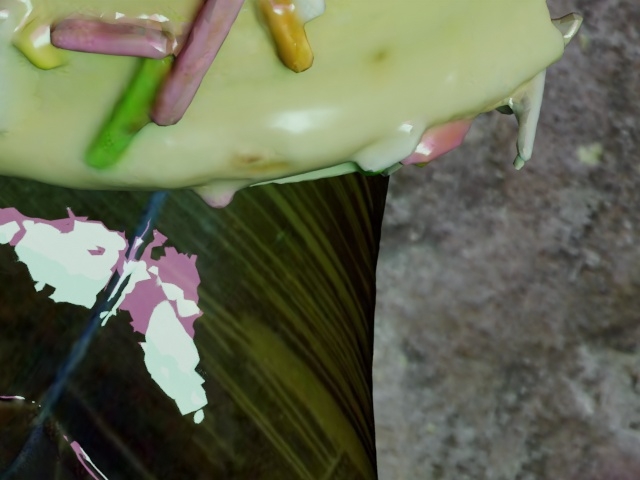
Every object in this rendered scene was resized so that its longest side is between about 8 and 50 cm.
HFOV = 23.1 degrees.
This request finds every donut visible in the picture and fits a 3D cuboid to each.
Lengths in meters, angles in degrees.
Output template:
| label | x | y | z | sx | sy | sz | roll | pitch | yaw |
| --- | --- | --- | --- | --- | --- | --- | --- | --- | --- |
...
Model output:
| label | x | y | z | sx | sy | sz | roll | pitch | yaw |
| --- | --- | --- | --- | --- | --- | --- | --- | --- | --- |
| donut | -0.078 | -0.182 | 0.568 | 0.307 | 0.150 | 0.371 | -5 | 55 | 0 |

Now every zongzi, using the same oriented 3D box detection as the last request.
| label | x | y | z | sx | sy | sz | roll | pitch | yaw |
| --- | --- | --- | --- | --- | --- | --- | --- | --- | --- |
| zongzi | 0.000 | 0.000 | 0.714 | 0.432 | 0.208 | 0.403 | 43 | 67 | -3 |
